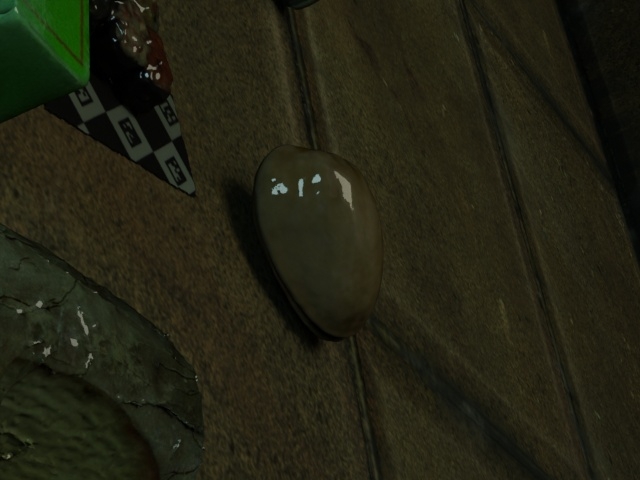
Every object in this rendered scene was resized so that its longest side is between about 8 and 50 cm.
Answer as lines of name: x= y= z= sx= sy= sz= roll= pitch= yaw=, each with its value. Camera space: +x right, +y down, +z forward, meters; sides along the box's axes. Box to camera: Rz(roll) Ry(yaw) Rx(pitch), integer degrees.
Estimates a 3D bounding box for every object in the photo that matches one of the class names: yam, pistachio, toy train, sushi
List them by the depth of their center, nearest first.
yam: x=-0.182 y=0.069 z=0.942 sx=0.254 sy=0.154 sz=0.154 roll=38 pitch=32 yaw=-44
toy train: x=-0.238 y=-0.204 z=1.155 sx=0.188 sy=0.132 sz=0.243 roll=49 pitch=26 yaw=-48
sushi: x=-0.163 y=-0.174 z=1.427 sx=0.219 sy=0.047 sz=0.231 roll=32 pitch=37 yaw=-57
pistachio: x=0.000 y=0.000 z=1.554 sx=0.126 sy=0.108 sz=0.185 roll=-33 pitch=106 yaw=-47

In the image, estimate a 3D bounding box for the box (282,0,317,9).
box: x=-0.040 y=-0.410 z=1.916 sx=0.178 sy=0.138 sz=0.274 roll=42 pitch=29 yaw=-39
